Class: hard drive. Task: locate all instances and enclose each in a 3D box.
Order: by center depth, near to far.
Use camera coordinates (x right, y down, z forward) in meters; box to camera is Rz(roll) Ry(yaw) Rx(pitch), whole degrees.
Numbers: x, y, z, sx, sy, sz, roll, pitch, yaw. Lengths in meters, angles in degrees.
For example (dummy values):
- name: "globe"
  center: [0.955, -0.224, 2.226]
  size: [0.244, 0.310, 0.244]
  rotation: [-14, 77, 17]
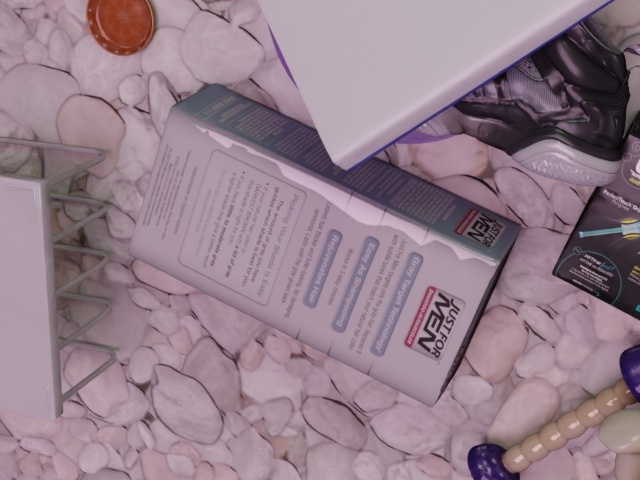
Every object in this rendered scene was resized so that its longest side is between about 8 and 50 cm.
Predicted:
- name: "hard drive"
  center: [0.108, -0.231, 1.106]
  size: [0.318, 0.040, 0.210]
  rotation: [-32, 65, 18]

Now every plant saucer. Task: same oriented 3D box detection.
- name: "plant saucer"
  center: [-0.219, -0.245, 1.404]
  size: [0.083, 0.013, 0.083]
  rotation: [7, 112, 18]

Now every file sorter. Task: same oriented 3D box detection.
- name: "file sorter"
  center: [-0.351, 0.031, 1.470]
  size: [0.193, 0.173, 0.278]
  rotation: [8, 112, 19]

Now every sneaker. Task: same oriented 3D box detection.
- name: "sneaker"
  center: [0.160, -0.159, 1.146]
  size: [0.268, 0.101, 0.153]
  rotation: [23, 108, 14]

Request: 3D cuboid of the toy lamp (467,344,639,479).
- name: "toy lamp"
  center: [0.280, 0.185, 1.338]
  size: [0.274, 0.080, 0.080]
  rotation: [-38, 93, 31]

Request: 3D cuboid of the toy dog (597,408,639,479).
- name: "toy dog"
  center: [0.432, 0.306, 1.213]
  size: [0.395, 0.284, 0.408]
  rotation: [24, 116, 2]

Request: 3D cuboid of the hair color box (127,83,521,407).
- name: "hair color box"
  center: [0.000, 0.000, 1.356]
  size: [0.374, 0.113, 0.185]
  rotation: [26, 117, 11]

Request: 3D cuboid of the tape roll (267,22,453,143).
- name: "tape roll"
  center: [0.088, -0.237, 1.245]
  size: [0.275, 0.090, 0.275]
  rotation: [8, 113, 19]

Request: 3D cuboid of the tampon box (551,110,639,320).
- name: "tampon box"
  center: [0.318, -0.021, 1.229]
  size: [0.120, 0.101, 0.161]
  rotation: [29, 116, 8]
